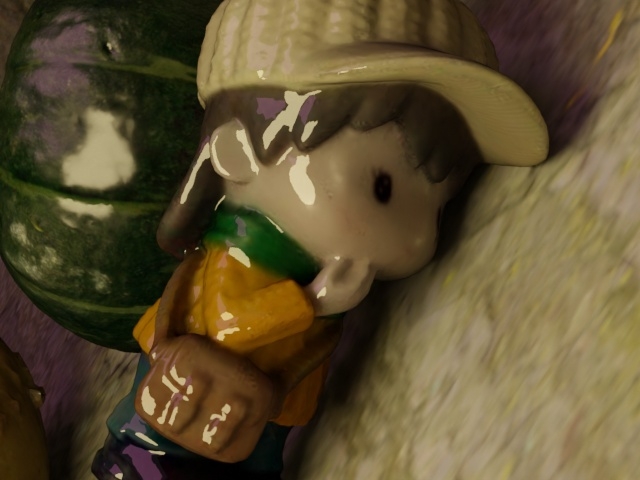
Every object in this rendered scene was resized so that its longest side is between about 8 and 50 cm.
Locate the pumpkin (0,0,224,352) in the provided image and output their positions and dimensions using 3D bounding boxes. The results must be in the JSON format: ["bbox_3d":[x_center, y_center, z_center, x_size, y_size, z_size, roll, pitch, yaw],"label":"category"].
[{"bbox_3d":[-0.118,-0.067,0.948,0.300,0.207,0.300,8,-90,-79],"label":"pumpkin"}]

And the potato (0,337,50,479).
[{"bbox_3d":[-0.392,0.267,1.133,0.385,0.319,0.442,16,64,27],"label":"potato"}]

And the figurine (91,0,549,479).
[{"bbox_3d":[-0.024,-0.007,0.764,0.204,0.185,0.332,43,101,32],"label":"figurine"}]
